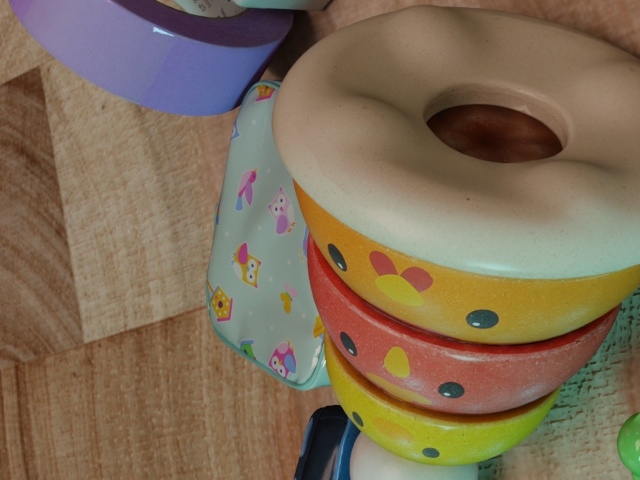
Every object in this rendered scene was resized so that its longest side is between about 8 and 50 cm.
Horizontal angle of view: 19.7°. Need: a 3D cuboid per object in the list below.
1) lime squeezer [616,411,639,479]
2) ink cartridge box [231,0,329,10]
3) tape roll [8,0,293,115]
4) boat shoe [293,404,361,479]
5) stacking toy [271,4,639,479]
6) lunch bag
[{"bbox_3d":[0.304,0.158,1.491,0.110,0.059,0.310,51,125,32],"label":"lime squeezer"},{"bbox_3d":[-0.006,-0.386,1.737,0.289,0.121,0.211,-46,61,37],"label":"ink cartridge box"},{"bbox_3d":[-0.166,-0.244,1.799,0.275,0.275,0.090,55,127,29],"label":"tape roll"},{"bbox_3d":[0.006,0.288,1.790,0.089,0.109,0.258,13,85,52],"label":"boat shoe"},{"bbox_3d":[0.117,0.075,1.564,0.350,0.350,0.480,40,137,37],"label":"stacking toy"},{"bbox_3d":[0.000,0.000,1.750,0.224,0.108,0.279,26,111,47],"label":"lunch bag"}]
